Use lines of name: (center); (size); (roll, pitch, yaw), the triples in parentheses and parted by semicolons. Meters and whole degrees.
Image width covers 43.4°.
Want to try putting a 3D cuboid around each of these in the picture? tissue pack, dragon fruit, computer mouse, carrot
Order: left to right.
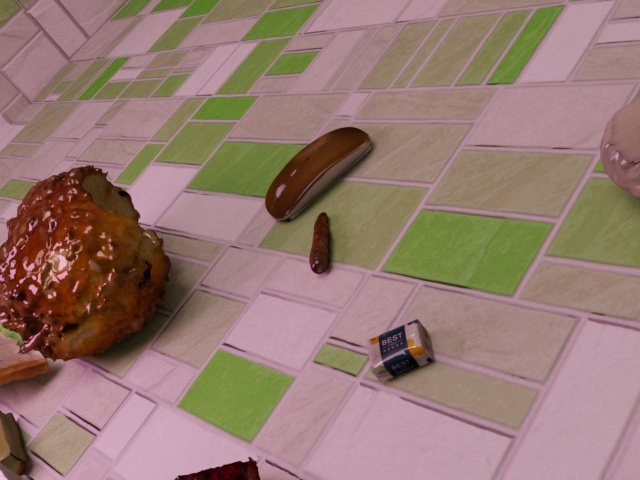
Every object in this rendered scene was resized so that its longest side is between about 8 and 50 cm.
dragon fruit: (-0.142, 0.381, 1.067); (0.127, 0.121, 0.161); (-2, 63, -16)
computer mouse: (-0.011, -0.137, 1.557); (0.245, 0.056, 0.126); (-42, 33, -2)
carrot: (0.001, -0.001, 1.406); (0.035, 0.036, 0.165); (-23, 35, 22)
tissue pack: (0.109, 0.153, 1.117); (0.083, 0.042, 0.062); (-26, 38, 18)

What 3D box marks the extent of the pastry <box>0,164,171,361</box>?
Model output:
pastry: (-0.471, 0.057, 1.563); (0.337, 0.292, 0.405); (-48, 45, 3)

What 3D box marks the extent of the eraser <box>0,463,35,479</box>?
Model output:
eraser: (-0.326, 0.394, 1.028); (0.081, 0.279, 0.124); (-50, 35, -16)

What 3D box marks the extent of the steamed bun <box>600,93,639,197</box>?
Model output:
steamed bun: (0.462, -0.119, 1.052); (0.182, 0.106, 0.183); (-24, 40, 22)

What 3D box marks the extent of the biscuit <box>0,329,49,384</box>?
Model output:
biscuit: (-0.703, 0.251, 1.659); (0.204, 0.040, 0.308); (-11, 14, -38)

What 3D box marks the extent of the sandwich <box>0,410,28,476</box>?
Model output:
sandwich: (-0.652, 0.442, 1.478); (0.245, 0.063, 0.212); (-44, 31, -9)
